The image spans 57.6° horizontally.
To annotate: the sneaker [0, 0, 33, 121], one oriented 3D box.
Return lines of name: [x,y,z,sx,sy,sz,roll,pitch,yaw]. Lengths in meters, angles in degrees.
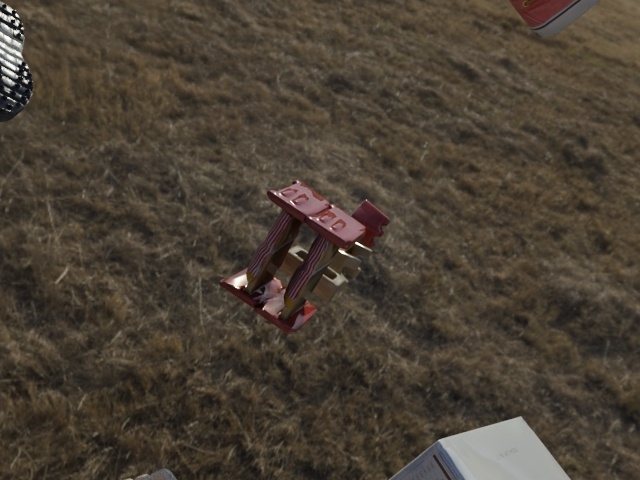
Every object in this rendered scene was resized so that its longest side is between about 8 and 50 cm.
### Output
sneaker: [-0.485,-0.245,0.851,0.078,0.106,0.234,28,35,-52]

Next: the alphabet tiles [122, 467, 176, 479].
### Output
alphabet tiles: [-0.194,0.461,0.832,0.021,0.284,0.277,-28,88,-49]

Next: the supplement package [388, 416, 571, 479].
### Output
supplement package: [0.216,0.355,0.715,0.262,0.145,0.204,11,37,-50]

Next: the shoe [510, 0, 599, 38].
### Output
shoe: [0.249,-0.273,0.527,0.081,0.178,0.063,35,37,-23]

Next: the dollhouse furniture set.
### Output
dollhouse furniture set: [0.000,0.000,1.081,0.152,0.201,0.374,35,23,10]
